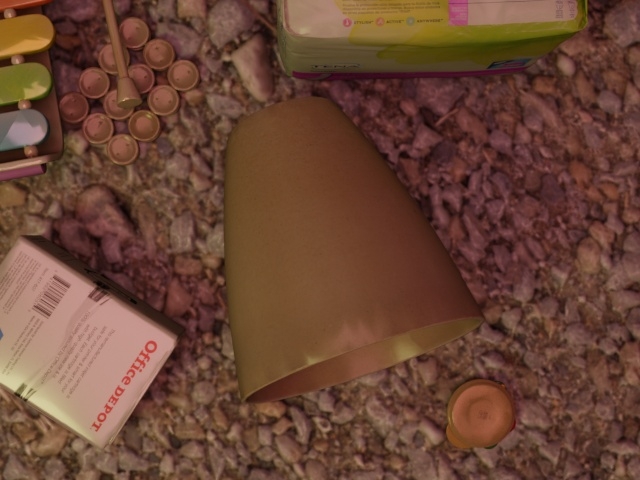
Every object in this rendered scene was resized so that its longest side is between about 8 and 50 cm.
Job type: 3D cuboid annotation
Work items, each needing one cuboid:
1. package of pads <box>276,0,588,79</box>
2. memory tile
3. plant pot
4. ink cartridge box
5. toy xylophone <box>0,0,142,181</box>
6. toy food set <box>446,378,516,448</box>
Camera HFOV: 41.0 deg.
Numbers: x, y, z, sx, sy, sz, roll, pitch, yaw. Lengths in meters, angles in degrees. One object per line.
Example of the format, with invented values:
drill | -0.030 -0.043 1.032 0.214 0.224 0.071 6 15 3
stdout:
package of pads | 0.103 -0.233 0.887 0.297 0.229 0.101 -2 90 -2
memory tile | -0.219 -0.170 0.979 0.113 0.012 0.148 39 88 -2
plant pot | 0.000 0.000 0.893 0.257 0.256 0.273 -19 75 -3
ink cartridge box | -0.274 0.109 0.940 0.203 0.086 0.148 34 89 -3
toy xylophone | -0.335 -0.221 0.929 0.236 0.081 0.322 -19 85 -3
toy food set | 0.187 0.202 0.995 0.083 0.020 0.083 0 90 -3
